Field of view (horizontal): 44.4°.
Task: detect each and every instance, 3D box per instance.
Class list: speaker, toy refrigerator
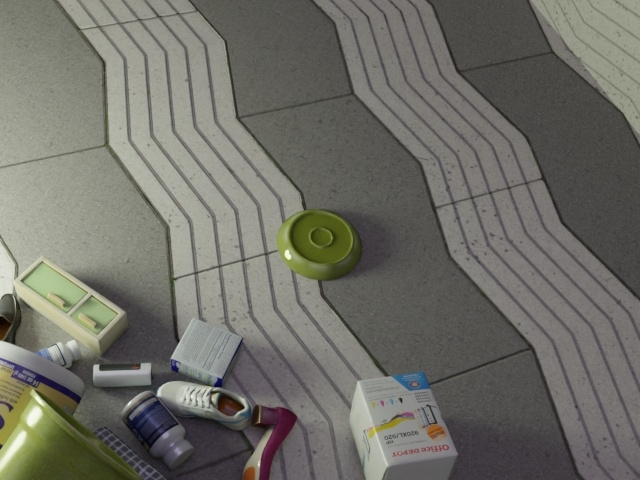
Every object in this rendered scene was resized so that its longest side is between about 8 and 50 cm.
[{"bbox_3d":[-0.468,0.320,1.866,0.136,0.055,0.055,0,56,-10],"label":"speaker"},{"bbox_3d":[-0.612,0.157,1.928,0.270,0.094,0.102,33,56,12],"label":"toy refrigerator"}]

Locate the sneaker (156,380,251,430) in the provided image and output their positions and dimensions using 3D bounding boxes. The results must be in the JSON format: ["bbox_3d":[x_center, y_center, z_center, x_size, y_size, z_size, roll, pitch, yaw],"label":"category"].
[{"bbox_3d":[-0.271,0.374,1.840,0.229,0.092,0.087,13,56,1],"label":"sneaker"}]

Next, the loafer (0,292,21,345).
[{"bbox_3d":[-0.760,0.196,1.894,0.062,0.061,0.170,-3,56,-11],"label":"loafer"}]

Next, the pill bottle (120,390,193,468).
[{"bbox_3d":[-0.367,0.432,1.781,0.094,0.094,0.169,-35,68,-29],"label":"pill bottle"}]

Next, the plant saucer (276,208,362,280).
[{"bbox_3d":[0.000,0.000,2.181,0.241,0.037,0.240,4,55,-6],"label":"plant saucer"}]

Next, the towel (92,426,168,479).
[{"bbox_3d":[-0.463,0.555,1.606,0.235,0.121,0.283,35,56,15],"label":"towel"}]

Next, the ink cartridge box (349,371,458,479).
[{"bbox_3d":[0.183,0.451,1.794,0.171,0.168,0.232,-5,44,-14],"label":"ink cartridge box"}]

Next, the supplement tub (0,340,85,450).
[{"bbox_3d":[-0.670,0.402,1.640,0.241,0.241,0.331,21,67,5],"label":"supplement tub"}]

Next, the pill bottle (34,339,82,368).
[{"bbox_3d":[-0.630,0.281,1.855,0.120,0.067,0.067,-24,63,-24],"label":"pill bottle"}]

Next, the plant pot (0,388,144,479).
[{"bbox_3d":[-0.518,0.463,1.461,0.276,0.276,0.254,35,71,14],"label":"plant pot"}]

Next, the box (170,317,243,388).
[{"bbox_3d":[-0.277,0.277,1.918,0.137,0.072,0.126,21,54,6],"label":"box"}]

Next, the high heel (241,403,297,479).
[{"bbox_3d":[-0.111,0.503,1.806,0.117,0.082,0.244,21,55,-30],"label":"high heel"}]
